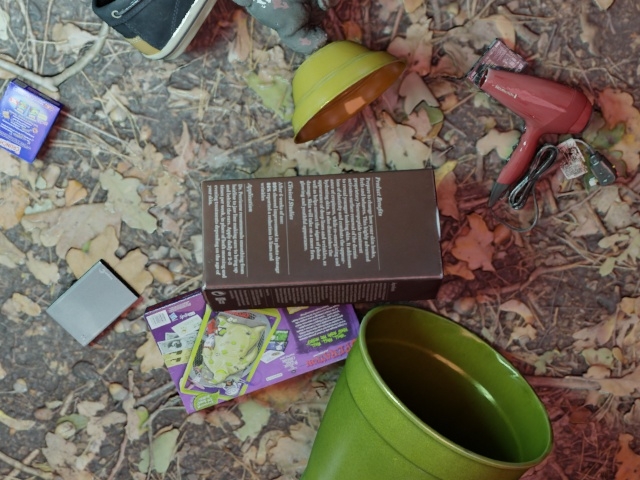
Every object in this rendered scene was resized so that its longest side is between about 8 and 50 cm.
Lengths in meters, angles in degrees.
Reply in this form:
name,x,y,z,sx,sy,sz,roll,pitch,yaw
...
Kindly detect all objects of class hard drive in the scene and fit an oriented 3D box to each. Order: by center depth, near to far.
name,x,y,z,sx,sy,sz,roll,pitch,yaw
hard drive,-0.396,0.108,1.843,0.135,0.022,0.094,-41,104,10

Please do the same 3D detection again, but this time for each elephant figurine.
name,x,y,z,sx,sy,sz,roll,pitch,yaw
elephant figurine,0.002,-0.419,1.624,0.169,0.186,0.239,43,106,-7

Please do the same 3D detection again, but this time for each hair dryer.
name,x,y,z,sx,sy,sz,roll,pitch,yaw
hair dryer,0.350,-0.162,1.744,0.223,0.080,0.293,-28,109,7

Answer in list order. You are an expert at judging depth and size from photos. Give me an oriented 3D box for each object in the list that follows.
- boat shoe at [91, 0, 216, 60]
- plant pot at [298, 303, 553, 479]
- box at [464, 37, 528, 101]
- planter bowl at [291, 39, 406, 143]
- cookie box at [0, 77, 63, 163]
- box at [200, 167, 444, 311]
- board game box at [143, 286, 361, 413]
name,x,y,z,sx,sy,sz,roll,pitch,yaw
boat shoe,-0.178,-0.504,1.572,0.156,0.187,0.500,22,112,-35
plant pot,0.138,0.359,1.789,0.366,0.366,0.353,28,115,-10
box,0.290,-0.281,1.746,0.067,0.018,0.083,36,103,-12
planter bowl,0.023,-0.251,1.666,0.217,0.217,0.090,-35,84,9
cookie box,-0.488,-0.196,1.738,0.092,0.040,0.107,29,104,-10
box,0.000,0.000,1.724,0.381,0.143,0.191,-3,70,1
board game box,-0.110,0.154,1.854,0.347,0.056,0.208,-20,102,4
